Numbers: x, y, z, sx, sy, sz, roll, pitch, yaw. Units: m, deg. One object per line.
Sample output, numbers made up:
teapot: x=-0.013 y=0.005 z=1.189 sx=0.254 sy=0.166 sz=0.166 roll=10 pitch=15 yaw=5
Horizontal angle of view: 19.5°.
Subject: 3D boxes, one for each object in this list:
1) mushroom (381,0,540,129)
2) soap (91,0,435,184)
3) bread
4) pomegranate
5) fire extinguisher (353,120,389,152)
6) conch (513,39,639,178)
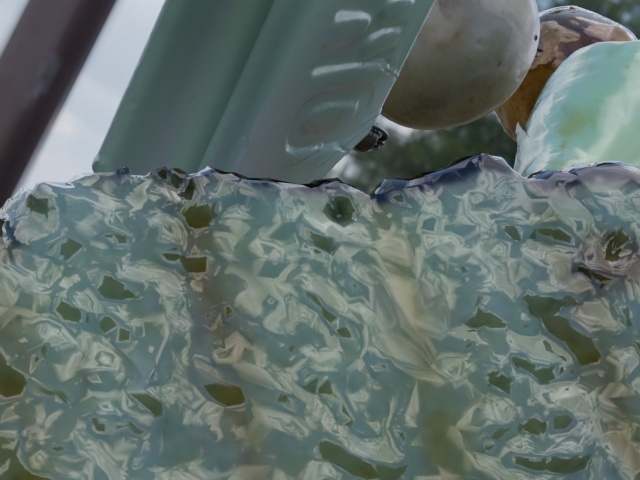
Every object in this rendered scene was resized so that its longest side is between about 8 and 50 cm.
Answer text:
mushroom: x=0.135 y=-0.197 z=1.942 sx=0.207 sy=0.207 sz=0.215 roll=24 pitch=-15 yaw=30
soap: x=-0.005 y=-0.148 z=1.097 sx=0.095 sy=0.289 sz=0.173 roll=36 pitch=24 yaw=21
bread: x=-0.021 y=0.121 z=0.792 sx=0.395 sy=0.239 sz=0.264 roll=-4 pitch=-25 yaw=-17
pomegranate: x=0.360 y=-0.222 z=2.659 sx=0.248 sy=0.248 sz=0.248 roll=26 pitch=-4 yaw=2
fire extinguisher: x=0.017 y=-0.131 z=1.991 sx=0.158 sy=0.043 sz=0.064 roll=24 pitch=-23 yaw=-37
conch: x=0.185 y=-0.032 z=1.217 sx=0.137 sy=0.250 sz=0.143 roll=42 pitch=-46 yaw=-8
